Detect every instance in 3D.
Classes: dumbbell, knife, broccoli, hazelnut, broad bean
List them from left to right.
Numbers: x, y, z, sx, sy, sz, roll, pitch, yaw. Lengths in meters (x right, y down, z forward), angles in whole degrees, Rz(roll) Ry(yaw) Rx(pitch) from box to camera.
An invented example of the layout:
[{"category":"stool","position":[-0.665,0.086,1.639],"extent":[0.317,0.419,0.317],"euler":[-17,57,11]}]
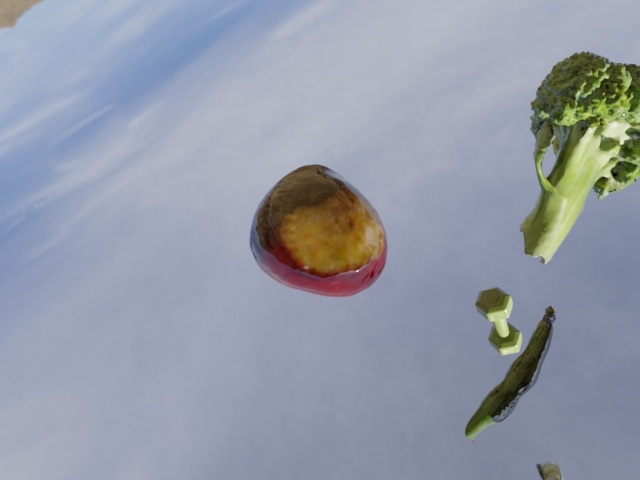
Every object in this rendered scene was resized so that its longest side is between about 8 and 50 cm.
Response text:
[{"category":"hazelnut","position":[0.000,0.000,0.672],"extent":[0.229,0.229,0.229],"euler":[-12,-133,13]},{"category":"dumbbell","position":[0.647,0.294,1.445],"extent":[0.121,0.302,0.108],"euler":[-18,-142,18]},{"category":"broad bean","position":[0.365,0.258,0.743],"extent":[0.297,0.060,0.043],"euler":[-58,-173,5]},{"category":"knife","position":[0.493,0.550,0.832],"extent":[0.041,0.265,0.073],"euler":[-16,-148,18]},{"category":"broccoli","position":[0.433,-0.151,0.674],"extent":[0.254,0.302,0.186],"euler":[-13,-137,-26]}]
